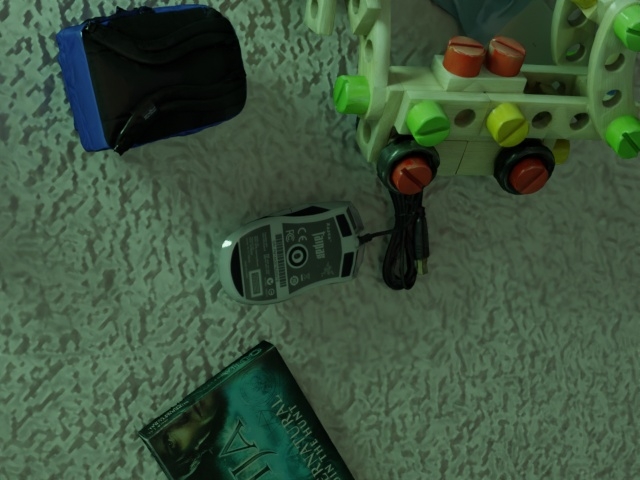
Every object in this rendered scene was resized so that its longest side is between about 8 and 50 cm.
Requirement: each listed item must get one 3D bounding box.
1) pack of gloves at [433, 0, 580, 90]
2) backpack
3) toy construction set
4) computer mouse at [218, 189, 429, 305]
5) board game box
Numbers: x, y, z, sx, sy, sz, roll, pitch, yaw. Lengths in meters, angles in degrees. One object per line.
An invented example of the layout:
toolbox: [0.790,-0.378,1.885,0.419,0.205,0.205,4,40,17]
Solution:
pack of gloves: [0.175,-0.239,1.162,0.195,0.046,0.232,-43,112,2]
backpack: [-0.120,-0.121,1.003,0.120,0.101,0.098,-17,105,-25]
toy construction set: [0.130,-0.146,1.073,0.327,0.151,0.215,9,127,-10]
computer mouse: [0.000,0.000,1.107,0.193,0.042,0.106,-11,106,-28]
board game box: [-0.045,0.190,1.117,0.126,0.026,0.186,-36,109,-16]
